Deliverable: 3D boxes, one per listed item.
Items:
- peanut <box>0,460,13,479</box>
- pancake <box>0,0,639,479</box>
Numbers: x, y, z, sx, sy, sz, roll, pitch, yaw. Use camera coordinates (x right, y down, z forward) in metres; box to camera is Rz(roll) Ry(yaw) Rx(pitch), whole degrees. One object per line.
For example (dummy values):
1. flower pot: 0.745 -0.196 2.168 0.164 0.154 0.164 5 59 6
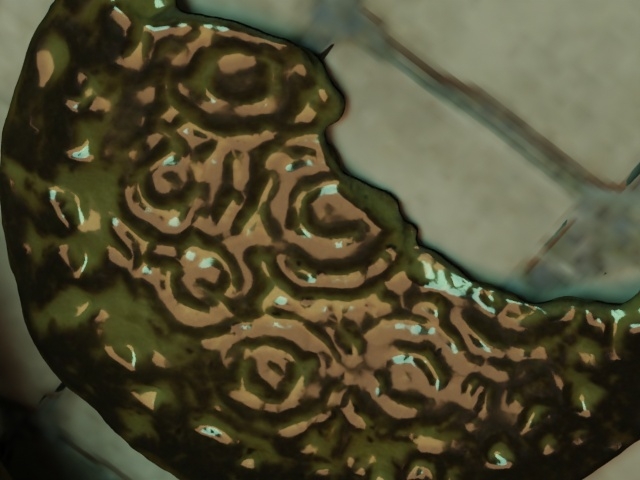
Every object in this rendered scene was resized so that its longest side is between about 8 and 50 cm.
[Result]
1. peanut: -0.151 0.063 0.434 0.129 0.129 0.224 -12 115 19
2. pancake: 0.000 0.000 0.428 0.184 0.020 0.190 -18 109 21
